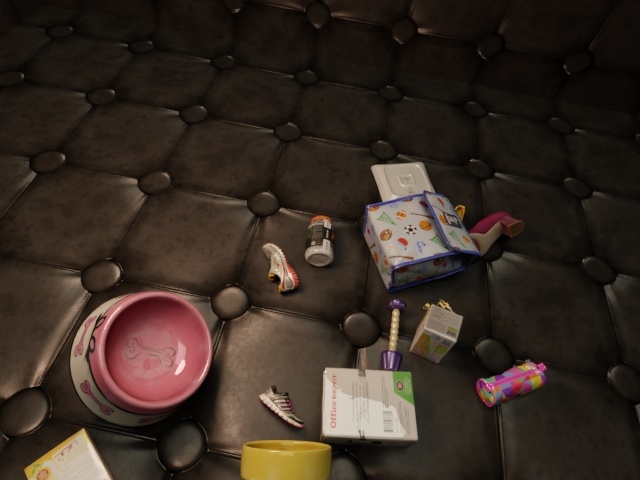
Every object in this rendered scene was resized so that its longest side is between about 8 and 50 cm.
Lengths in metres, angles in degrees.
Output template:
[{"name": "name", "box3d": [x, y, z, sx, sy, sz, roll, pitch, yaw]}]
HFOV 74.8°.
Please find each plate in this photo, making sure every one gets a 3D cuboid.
[{"name": "plate", "box3d": [0.409, -0.278, 2.003, 0.277, 0.045, 0.278, -5, 56, -11]}]

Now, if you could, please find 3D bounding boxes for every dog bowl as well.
[{"name": "dog bowl", "box3d": [-0.510, 0.336, 1.262, 0.408, 0.150, 0.407, 23, 54, -35]}]

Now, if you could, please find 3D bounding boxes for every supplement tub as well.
[{"name": "supplement tub", "box3d": [0.000, 0.000, 1.710, 0.117, 0.117, 0.190, 6, 55, -2]}]

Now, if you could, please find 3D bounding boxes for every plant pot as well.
[{"name": "plant pot", "box3d": [-0.096, 0.687, 1.142, 0.254, 0.254, 0.239, 3, 69, -5]}]

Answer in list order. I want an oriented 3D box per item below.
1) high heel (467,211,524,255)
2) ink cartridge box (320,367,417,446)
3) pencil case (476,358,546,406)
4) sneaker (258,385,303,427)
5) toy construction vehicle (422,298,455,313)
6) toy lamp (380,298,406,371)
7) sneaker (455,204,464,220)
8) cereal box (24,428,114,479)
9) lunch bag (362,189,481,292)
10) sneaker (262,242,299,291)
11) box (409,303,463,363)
[{"name": "high heel", "box3d": [0.684, -0.021, 1.846, 0.377, 0.127, 0.181, -18, 20, -9]}, {"name": "ink cartridge box", "box3d": [0.146, 0.533, 1.341, 0.289, 0.121, 0.211, 5, 54, -3]}, {"name": "pencil case", "box3d": [0.661, 0.492, 1.448, 0.236, 0.104, 0.104, -15, 58, -16]}, {"name": "sneaker", "box3d": [-0.115, 0.531, 1.349, 0.170, 0.063, 0.075, 31, 63, 21]}, {"name": "toy construction vehicle", "box3d": [0.460, 0.269, 1.621, 0.086, 0.035, 0.098, -26, 62, -23]}, {"name": "toy lamp", "box3d": [0.267, 0.348, 1.519, 0.080, 0.080, 0.274, 14, 53, 4]}, {"name": "sneaker", "box3d": [0.608, -0.088, 1.876, 0.064, 0.067, 0.175, 16, 56, 3]}, {"name": "cereal box", "box3d": [-0.692, 0.688, 1.179, 0.173, 0.047, 0.240, -33, 64, -26]}, {"name": "lunch bag", "box3d": [0.405, -0.015, 1.684, 0.386, 0.239, 0.327, -12, 57, -9]}, {"name": "sneaker", "box3d": [-0.172, 0.103, 1.635, 0.093, 0.088, 0.225, -24, 60, -20]}, {"name": "box", "box3d": [0.401, 0.331, 1.467, 0.114, 0.203, 0.103, 22, 54, 11]}]
